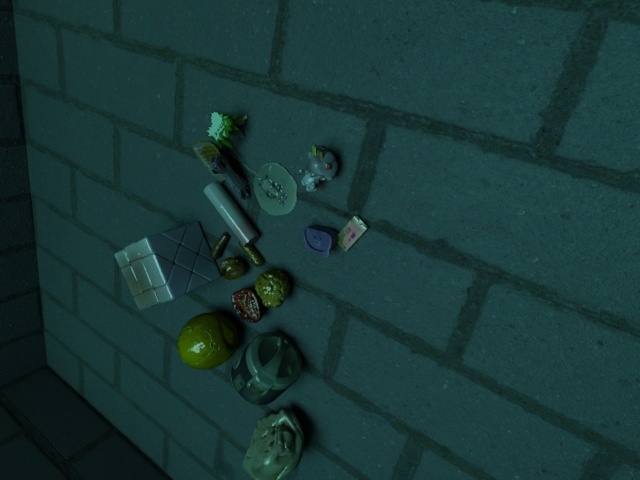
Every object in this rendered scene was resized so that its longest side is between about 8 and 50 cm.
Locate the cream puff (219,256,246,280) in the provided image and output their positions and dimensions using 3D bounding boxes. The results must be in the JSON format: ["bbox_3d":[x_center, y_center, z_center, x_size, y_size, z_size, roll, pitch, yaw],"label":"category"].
[{"bbox_3d":[-0.417,0.132,1.934,0.133,0.120,0.104,93,163,-60],"label":"cream puff"}]

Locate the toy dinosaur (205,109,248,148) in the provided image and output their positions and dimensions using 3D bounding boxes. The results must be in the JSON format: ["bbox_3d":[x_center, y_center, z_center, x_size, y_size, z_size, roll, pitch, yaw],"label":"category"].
[{"bbox_3d":[-0.415,-0.475,1.734,0.194,0.177,0.152,11,108,-1],"label":"toy dinosaur"}]

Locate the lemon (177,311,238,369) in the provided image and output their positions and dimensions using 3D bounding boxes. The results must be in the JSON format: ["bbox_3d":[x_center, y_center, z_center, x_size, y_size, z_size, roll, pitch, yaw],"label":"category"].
[{"bbox_3d":[-0.564,0.503,2.040,0.297,0.297,0.296,10,110,30],"label":"lemon"}]

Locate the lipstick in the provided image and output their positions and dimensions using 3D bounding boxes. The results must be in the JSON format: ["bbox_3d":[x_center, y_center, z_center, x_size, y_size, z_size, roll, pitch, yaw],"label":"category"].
[{"bbox_3d":[-0.407,-0.121,1.860,0.326,0.087,0.087,52,125,8],"label":"lipstick"}]

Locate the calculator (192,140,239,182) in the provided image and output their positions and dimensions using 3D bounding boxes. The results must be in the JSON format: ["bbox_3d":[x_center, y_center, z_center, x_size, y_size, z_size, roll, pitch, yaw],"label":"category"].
[{"bbox_3d":[-0.460,-0.351,1.788,0.157,0.033,0.236,1,143,33],"label":"calculator"}]

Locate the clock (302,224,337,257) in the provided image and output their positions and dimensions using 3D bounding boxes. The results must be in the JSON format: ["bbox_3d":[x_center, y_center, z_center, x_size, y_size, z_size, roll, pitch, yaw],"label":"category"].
[{"bbox_3d":[0.000,0.000,1.646,0.153,0.050,0.109,18,117,38],"label":"clock"}]

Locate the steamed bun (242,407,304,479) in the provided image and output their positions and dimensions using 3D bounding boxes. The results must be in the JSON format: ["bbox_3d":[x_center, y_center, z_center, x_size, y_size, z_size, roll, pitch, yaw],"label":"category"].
[{"bbox_3d":[-0.192,1.008,1.973,0.237,0.394,0.346,41,85,-12],"label":"steamed bun"}]

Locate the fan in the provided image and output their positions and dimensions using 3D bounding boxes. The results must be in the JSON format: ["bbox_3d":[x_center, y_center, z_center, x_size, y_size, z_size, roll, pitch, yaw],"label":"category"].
[{"bbox_3d":[-0.263,-0.268,1.766,0.415,0.012,0.233,40,122,16],"label":"fan"}]

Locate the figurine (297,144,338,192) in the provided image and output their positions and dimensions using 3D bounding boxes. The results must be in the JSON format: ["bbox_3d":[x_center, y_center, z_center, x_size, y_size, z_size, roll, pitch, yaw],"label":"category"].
[{"bbox_3d":[-0.006,-0.270,1.548,0.137,0.112,0.229,57,139,15],"label":"figurine"}]

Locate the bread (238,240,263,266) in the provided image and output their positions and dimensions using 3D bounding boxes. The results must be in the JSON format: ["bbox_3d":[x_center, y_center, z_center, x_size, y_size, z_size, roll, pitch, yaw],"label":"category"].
[{"bbox_3d":[-0.323,0.056,1.888,0.157,0.044,0.052,51,130,9],"label":"bread"}]

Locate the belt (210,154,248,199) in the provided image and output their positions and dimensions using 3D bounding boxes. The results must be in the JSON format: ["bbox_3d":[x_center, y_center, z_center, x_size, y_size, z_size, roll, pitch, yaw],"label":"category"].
[{"bbox_3d":[-0.386,-0.277,1.764,0.053,0.071,0.232,2,140,41],"label":"belt"}]

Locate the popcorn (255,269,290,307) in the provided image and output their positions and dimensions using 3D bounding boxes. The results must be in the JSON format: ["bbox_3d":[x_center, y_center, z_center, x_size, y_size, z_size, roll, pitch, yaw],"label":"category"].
[{"bbox_3d":[-0.216,0.213,1.808,0.180,0.170,0.179,-14,59,24],"label":"popcorn"}]

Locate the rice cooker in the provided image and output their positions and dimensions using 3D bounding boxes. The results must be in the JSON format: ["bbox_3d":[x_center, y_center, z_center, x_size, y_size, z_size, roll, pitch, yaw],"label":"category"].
[{"bbox_3d":[-0.250,0.587,1.864,0.288,0.288,0.277,48,126,11],"label":"rice cooker"}]

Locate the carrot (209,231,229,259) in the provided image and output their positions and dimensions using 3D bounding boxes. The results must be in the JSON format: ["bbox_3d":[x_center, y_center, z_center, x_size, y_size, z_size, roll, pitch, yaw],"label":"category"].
[{"bbox_3d":[-0.494,0.029,1.987,0.055,0.055,0.161,44,121,14],"label":"carrot"}]

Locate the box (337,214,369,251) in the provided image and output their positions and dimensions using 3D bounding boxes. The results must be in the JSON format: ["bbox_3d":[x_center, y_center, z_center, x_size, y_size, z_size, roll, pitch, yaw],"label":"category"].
[{"bbox_3d":[0.121,-0.028,1.592,0.073,0.020,0.149,49,124,12],"label":"box"}]

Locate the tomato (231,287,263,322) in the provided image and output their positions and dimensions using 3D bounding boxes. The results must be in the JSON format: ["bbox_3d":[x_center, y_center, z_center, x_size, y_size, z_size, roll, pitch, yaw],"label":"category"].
[{"bbox_3d":[-0.336,0.310,1.953,0.166,0.082,0.174,-24,87,32],"label":"tomato"}]

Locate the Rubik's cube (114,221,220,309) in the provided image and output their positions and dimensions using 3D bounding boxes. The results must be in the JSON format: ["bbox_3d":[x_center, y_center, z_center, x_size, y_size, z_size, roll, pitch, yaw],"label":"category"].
[{"bbox_3d":[-0.755,0.124,2.018,0.316,0.322,0.318,-18,95,37],"label":"Rubik's cube"}]
